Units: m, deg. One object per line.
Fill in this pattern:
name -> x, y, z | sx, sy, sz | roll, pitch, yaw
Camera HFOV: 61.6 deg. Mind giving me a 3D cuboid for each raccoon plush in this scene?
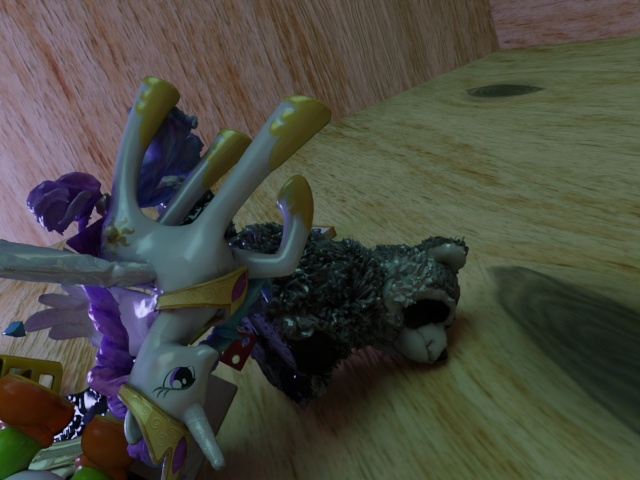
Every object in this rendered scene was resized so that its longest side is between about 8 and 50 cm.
raccoon plush -> 0.000, 0.000, 0.739 | 0.299, 0.447, 0.216 | -33, -3, -24

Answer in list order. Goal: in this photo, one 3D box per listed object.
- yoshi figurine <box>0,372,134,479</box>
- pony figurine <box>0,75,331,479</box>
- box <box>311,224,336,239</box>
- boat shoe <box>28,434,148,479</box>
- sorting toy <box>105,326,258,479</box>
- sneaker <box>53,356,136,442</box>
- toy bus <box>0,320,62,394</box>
yoshi figurine -> -0.316, 0.307, 0.461 | 0.203, 0.203, 0.362 | -2, 52, 41
pony figurine -> -0.184, 0.015, 0.538 | 0.350, 0.303, 0.364 | 14, 70, 22
box -> -0.036, 0.007, 1.245 | 0.136, 0.028, 0.081 | -35, 24, -35
boat shoe -> -0.325, 0.316, 0.666 | 0.302, 0.109, 0.098 | -20, 22, -14
sorting toy -> -0.178, 0.206, 0.651 | 0.132, 0.046, 0.275 | 20, 73, 13
sneaker -> -0.301, 0.266, 0.803 | 0.283, 0.124, 0.107 | -36, 51, 22
toy bus -> -0.562, 0.247, 0.946 | 0.104, 0.191, 0.202 | -10, 23, 28
